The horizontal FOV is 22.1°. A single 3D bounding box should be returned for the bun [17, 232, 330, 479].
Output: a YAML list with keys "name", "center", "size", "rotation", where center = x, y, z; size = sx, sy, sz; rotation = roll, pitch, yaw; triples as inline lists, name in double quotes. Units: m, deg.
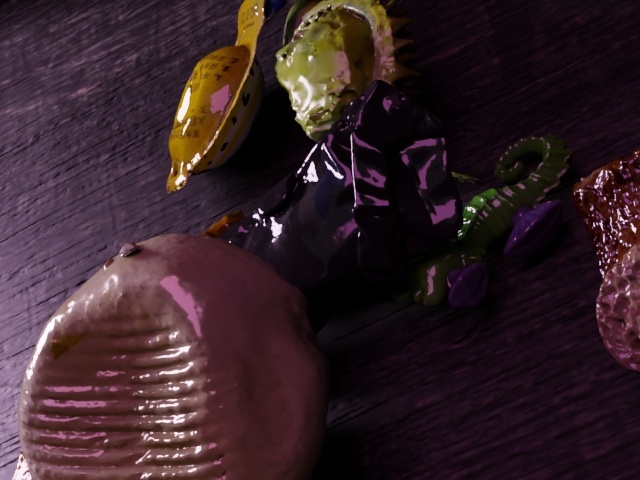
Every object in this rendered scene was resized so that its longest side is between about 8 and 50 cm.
- name: "bun"
  center: [-0.097, 0.123, 1.253]
  size: [0.259, 0.160, 0.259]
  rotation: [2, 94, 32]

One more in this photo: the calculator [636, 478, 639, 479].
- name: "calculator"
  center: [0.161, 0.287, 1.047]
  size: [0.330, 0.048, 0.220]
  rotation: [-33, 45, 11]

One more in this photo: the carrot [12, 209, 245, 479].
- name: "carrot"
  center: [-0.156, 0.096, 1.398]
  size: [0.066, 0.066, 0.314]
  rotation: [22, 70, 43]

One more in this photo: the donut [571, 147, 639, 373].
- name: "donut"
  center: [0.256, 0.011, 1.159]
  size: [0.126, 0.144, 0.186]
  rotation: [-25, 76, 24]

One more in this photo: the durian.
- name: "durian"
  center: [0.032, -0.143, 1.420]
  size: [0.132, 0.106, 0.375]
  rotation: [-32, 37, 0]

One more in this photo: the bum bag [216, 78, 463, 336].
- name: "bum bag"
  center: [-0.010, 0.012, 1.310]
  size: [0.310, 0.074, 0.137]
  rotation: [-43, 71, 25]

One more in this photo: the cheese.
- name: "cheese"
  center: [-0.081, -0.155, 1.510]
  size: [0.250, 0.064, 0.156]
  rotation: [-68, 16, -11]

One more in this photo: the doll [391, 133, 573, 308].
- name: "doll"
  center: [0.130, -0.014, 1.304]
  size: [0.190, 0.050, 0.115]
  rotation: [-43, 37, -8]
